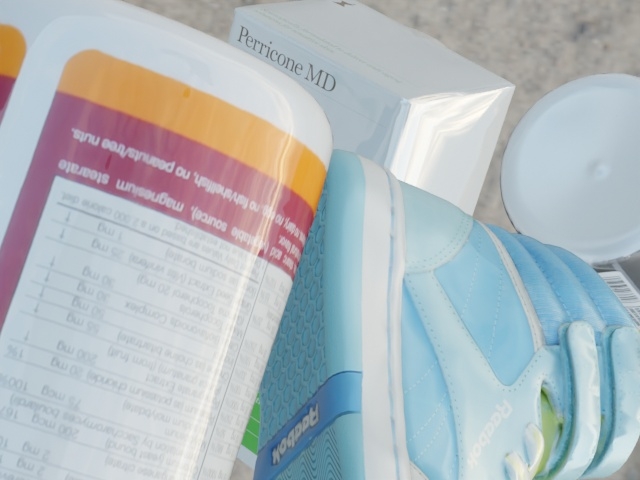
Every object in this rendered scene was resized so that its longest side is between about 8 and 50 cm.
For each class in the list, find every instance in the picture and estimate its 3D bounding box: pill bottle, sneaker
[{"bbox_3d":[-0.083,0.054,0.417,0.121,0.121,0.221,23,81,-34],"label":"pill bottle"},{"bbox_3d":[0.219,-0.008,1.119,0.130,0.130,0.246,-60,149,-5],"label":"pill bottle"},{"bbox_3d":[0.077,0.116,0.791,0.208,0.127,0.319,15,59,-23],"label":"sneaker"}]

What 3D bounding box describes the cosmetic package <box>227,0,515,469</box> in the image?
[{"bbox_3d":[0.000,0.000,1.388,0.155,0.197,0.365,-16,128,-48],"label":"cosmetic package"}]
